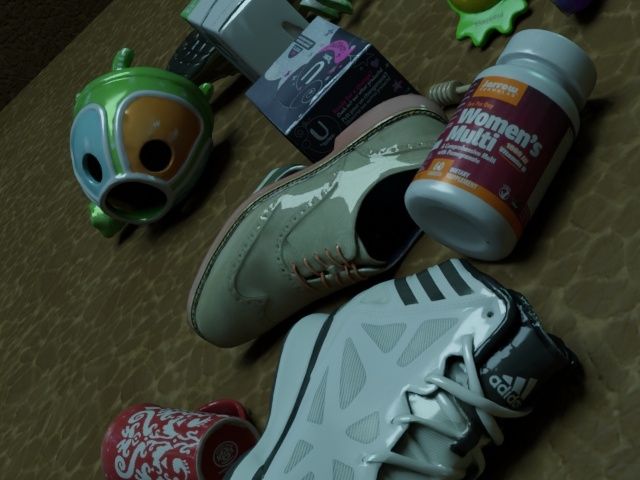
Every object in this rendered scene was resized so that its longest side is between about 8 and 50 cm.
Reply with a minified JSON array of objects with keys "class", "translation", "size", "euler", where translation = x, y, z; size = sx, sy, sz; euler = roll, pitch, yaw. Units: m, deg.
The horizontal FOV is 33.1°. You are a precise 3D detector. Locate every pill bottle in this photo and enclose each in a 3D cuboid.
[{"class":"pill bottle","translation":[0.187,-0.099,1.088],"size":[0.121,0.121,0.221],"euler":[1,54,58]}]

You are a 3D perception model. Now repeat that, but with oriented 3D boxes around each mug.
[{"class":"mug","translation":[-0.140,0.220,1.176],"size":[0.169,0.113,0.150],"euler":[-9,48,49]}]

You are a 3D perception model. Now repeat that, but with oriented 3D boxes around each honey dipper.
[{"class":"honey dipper","translation":[0.198,-0.187,1.305],"size":[0.161,0.030,0.030],"euler":[-4,50,51]}]

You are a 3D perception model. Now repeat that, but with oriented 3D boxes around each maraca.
[{"class":"maraca","translation":[0.217,-0.341,1.412],"size":[0.127,0.099,0.185],"euler":[-22,61,38]}]

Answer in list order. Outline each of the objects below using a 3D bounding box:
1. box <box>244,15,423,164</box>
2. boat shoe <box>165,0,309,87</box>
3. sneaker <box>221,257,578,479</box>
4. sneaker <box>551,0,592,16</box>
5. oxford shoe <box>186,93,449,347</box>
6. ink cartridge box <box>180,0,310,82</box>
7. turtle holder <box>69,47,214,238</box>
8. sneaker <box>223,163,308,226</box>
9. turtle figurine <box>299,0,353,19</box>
[{"class":"box","translation":[0.021,-0.187,1.445],"size":[0.163,0.142,0.247],"euler":[-47,26,4]},{"class":"boat shoe","translation":[-0.153,-0.357,1.986],"size":[0.324,0.120,0.122],"euler":[-37,40,22]},{"class":"sneaker","translation":[0.068,0.165,0.852],"size":[0.257,0.169,0.447],"euler":[-35,26,30]},{"class":"sneaker","translation":[0.346,-0.395,1.270],"size":[0.146,0.102,0.293],"euler":[-15,41,48]},{"class":"oxford shoe","translation":[0.000,0.000,1.232],"size":[0.397,0.140,0.146],"euler":[-44,33,14]},{"class":"ink cartridge box","translation":[-0.098,-0.332,1.768],"size":[0.115,0.198,0.273],"euler":[-49,25,0]},{"class":"turtle holder","translation":[-0.328,-0.145,1.830],"size":[0.320,0.243,0.227],"euler":[-21,53,29]},{"class":"sneaker","translation":[-0.072,-0.033,1.464],"size":[0.086,0.064,0.192],"euler":[-15,38,57]},{"class":"turtle figurine","translation":[0.084,-0.504,1.837],"size":[0.198,0.275,0.266],"euler":[18,89,39]}]
